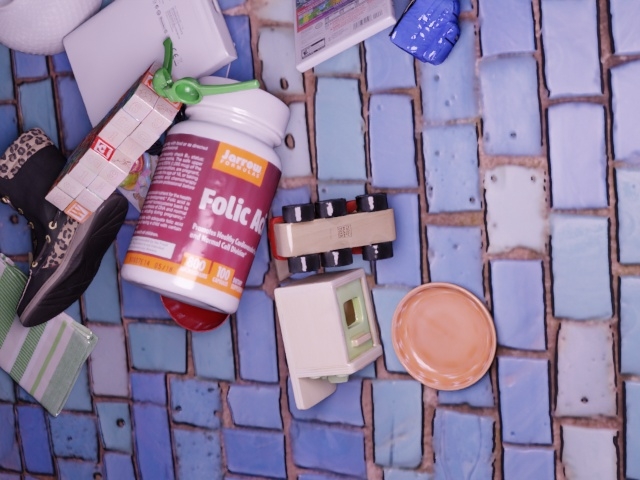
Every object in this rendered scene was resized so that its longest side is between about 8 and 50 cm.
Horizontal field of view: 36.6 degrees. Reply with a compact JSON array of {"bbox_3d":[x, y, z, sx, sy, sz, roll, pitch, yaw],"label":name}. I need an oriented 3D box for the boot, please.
[{"bbox_3d":[-0.603,-0.028,2.086,0.284,0.138,0.377,43,114,17],"label":"boot"}]

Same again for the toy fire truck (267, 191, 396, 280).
[{"bbox_3d":[0.000,0.000,1.781,0.246,0.217,0.159,-171,72,-69],"label":"toy fire truck"}]

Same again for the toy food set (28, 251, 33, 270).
[{"bbox_3d":[-0.615,0.059,2.175,0.122,0.019,0.078,5,101,26],"label":"toy food set"}]

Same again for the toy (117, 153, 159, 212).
[{"bbox_3d":[-0.392,-0.146,2.006,0.237,0.056,0.137,43,113,15],"label":"toy"}]

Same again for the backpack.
[{"bbox_3d":[0.191,-0.367,1.651,0.101,0.098,0.120,33,99,9],"label":"backpack"}]

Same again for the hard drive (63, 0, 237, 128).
[{"bbox_3d":[-0.342,-0.379,1.904,0.353,0.047,0.233,-26,79,27],"label":"hard drive"}]

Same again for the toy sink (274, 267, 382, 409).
[{"bbox_3d":[0.024,0.182,1.795,0.131,0.153,0.234,-8,94,28],"label":"toy sink"}]

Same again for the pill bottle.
[{"bbox_3d":[-0.199,-0.082,1.764,0.224,0.224,0.392,13,80,25],"label":"pill bottle"}]

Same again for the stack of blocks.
[{"bbox_3d":[-0.388,-0.185,1.845,0.087,0.171,0.297,38,125,-20],"label":"stack of blocks"}]

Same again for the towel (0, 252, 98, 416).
[{"bbox_3d":[-0.672,0.213,2.224,0.325,0.038,0.248,38,115,15],"label":"towel"}]

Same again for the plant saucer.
[{"bbox_3d":[0.226,0.171,1.755,0.200,0.037,0.200,5,101,27],"label":"plant saucer"}]

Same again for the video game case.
[{"bbox_3d":[0.038,-0.410,1.706,0.201,0.023,0.183,-23,53,29],"label":"video game case"}]

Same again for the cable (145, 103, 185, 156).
[{"bbox_3d":[-0.338,-0.249,1.953,0.150,0.047,0.185,-23,80,23],"label":"cable"}]

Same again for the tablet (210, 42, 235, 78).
[{"bbox_3d":[-0.199,-0.354,1.900,0.054,0.006,0.083,23,107,22],"label":"tablet"}]

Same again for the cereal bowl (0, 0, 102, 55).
[{"bbox_3d":[-0.620,-0.557,2.007,0.338,0.141,0.339,5,100,27],"label":"cereal bowl"}]

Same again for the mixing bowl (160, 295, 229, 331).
[{"bbox_3d":[-0.224,0.085,1.935,0.181,0.098,0.182,4,100,26],"label":"mixing bowl"}]

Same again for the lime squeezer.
[{"bbox_3d":[-0.231,-0.283,1.719,0.310,0.110,0.059,32,142,45],"label":"lime squeezer"}]
